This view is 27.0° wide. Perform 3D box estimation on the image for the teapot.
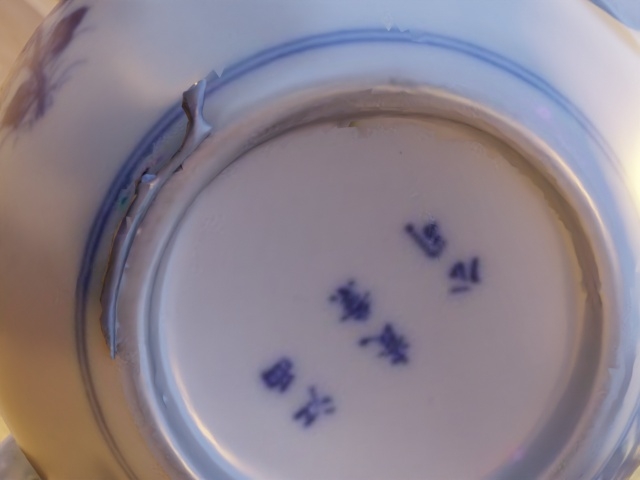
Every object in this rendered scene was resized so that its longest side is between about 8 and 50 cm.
[{"bbox_3d":[0.000,0.000,0.496,0.252,0.424,0.280,45,3,-13],"label":"teapot"}]
